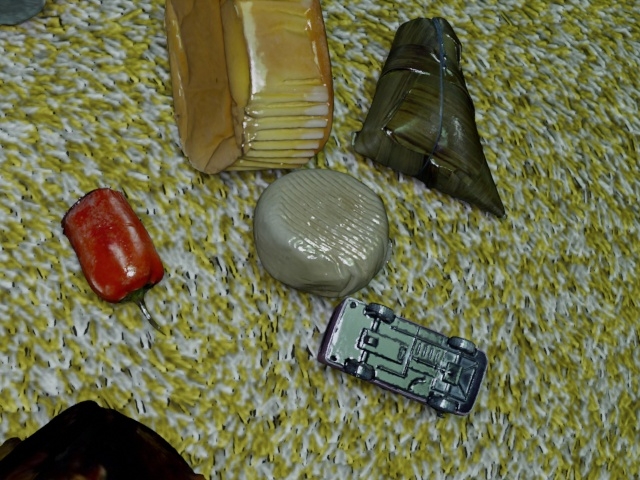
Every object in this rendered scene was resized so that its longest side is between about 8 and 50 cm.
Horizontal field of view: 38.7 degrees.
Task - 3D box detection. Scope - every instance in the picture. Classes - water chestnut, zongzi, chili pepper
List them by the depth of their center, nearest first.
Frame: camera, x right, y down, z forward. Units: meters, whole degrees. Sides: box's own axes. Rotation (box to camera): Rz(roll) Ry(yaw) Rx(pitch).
[{"bbox_3d":[-0.230,0.352,0.885,0.335,0.335,0.347,-37,91,-20],"label":"water chestnut"},{"bbox_3d":[-0.233,0.034,1.084,0.084,0.086,0.192,-20,72,-47],"label":"chili pepper"},{"bbox_3d":[0.184,-0.171,1.240,0.242,0.112,0.221,25,71,-17],"label":"zongzi"}]

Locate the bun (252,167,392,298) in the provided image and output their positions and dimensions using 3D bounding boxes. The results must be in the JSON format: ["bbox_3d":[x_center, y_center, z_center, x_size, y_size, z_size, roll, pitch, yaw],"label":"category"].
[{"bbox_3d":[0.000,0.000,1.142,0.166,0.113,0.173,-15,57,-20],"label":"bun"}]

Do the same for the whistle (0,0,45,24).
[{"bbox_3d":[-0.484,-0.369,1.074,0.404,0.188,0.168,2,78,3],"label":"whistle"}]

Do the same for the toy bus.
[{"bbox_3d":[0.100,0.148,1.140,0.199,0.108,0.096,23,77,-7],"label":"toy bus"}]

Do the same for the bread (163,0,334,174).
[{"bbox_3d":[-0.082,-0.226,1.141,0.156,0.204,0.288,-7,82,-35],"label":"bread"}]
